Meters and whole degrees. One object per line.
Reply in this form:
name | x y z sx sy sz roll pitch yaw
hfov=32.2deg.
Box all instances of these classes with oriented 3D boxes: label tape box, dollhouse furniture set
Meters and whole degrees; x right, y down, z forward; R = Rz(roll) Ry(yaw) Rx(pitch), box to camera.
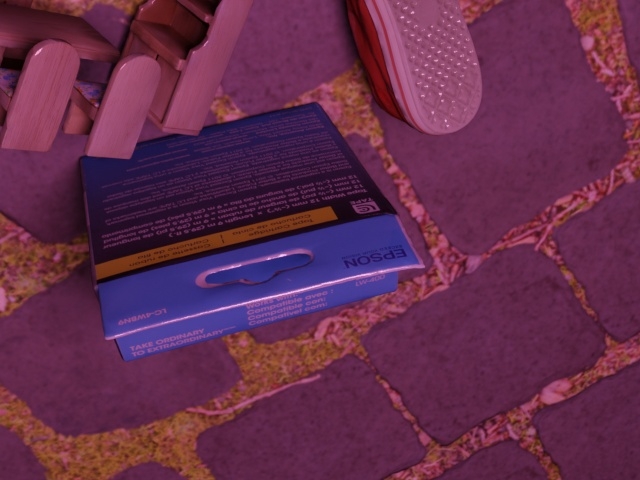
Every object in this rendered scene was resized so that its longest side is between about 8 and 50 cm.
label tape box | -0.072 0.006 0.981 0.249 0.347 0.115 -14 120 -8
dollhouse furniture set | -0.193 -0.190 0.931 0.242 0.212 0.161 1 122 -46

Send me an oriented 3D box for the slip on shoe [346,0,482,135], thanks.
slip on shoe | 0.061 -0.256 1.024 0.123 0.101 0.331 -26 111 -26
